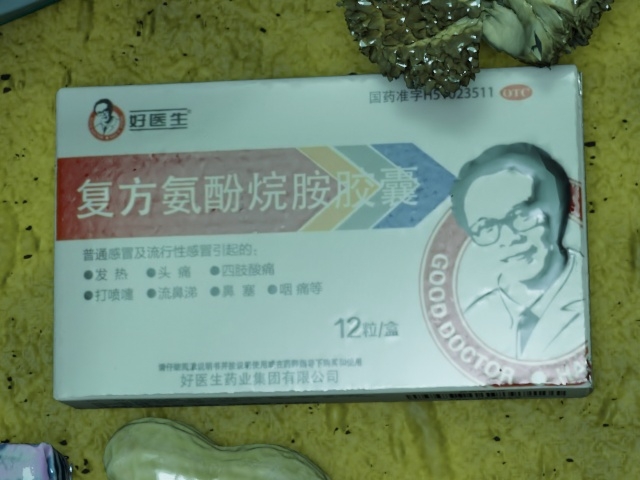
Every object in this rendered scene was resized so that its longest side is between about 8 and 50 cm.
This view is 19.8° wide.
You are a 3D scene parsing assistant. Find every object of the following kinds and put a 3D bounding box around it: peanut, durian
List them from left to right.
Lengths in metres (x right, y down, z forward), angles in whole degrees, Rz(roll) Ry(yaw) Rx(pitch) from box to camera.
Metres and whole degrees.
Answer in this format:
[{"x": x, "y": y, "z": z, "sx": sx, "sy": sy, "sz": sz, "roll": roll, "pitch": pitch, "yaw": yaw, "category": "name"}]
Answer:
[{"x": -0.053, "y": 0.169, "z": 1.189, "sx": 0.187, "sy": 0.082, "sz": 0.082, "roll": 13, "pitch": 83, "yaw": 8, "category": "peanut"}, {"x": 0.092, "y": -0.178, "z": 1.175, "sx": 0.196, "sy": 0.196, "sz": 0.167, "roll": 11, "pitch": 103, "yaw": 9, "category": "durian"}]

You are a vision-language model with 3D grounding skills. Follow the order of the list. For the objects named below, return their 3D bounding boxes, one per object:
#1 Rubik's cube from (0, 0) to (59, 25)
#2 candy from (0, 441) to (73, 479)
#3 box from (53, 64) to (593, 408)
[{"x": -0.245, "y": -0.315, "z": 1.123, "sx": 0.352, "sy": 0.351, "sz": 0.347, "roll": -24, "pitch": 92, "yaw": -5, "category": "Rubik's cube"}, {"x": -0.244, "y": 0.172, "z": 1.204, "sx": 0.160, "sy": 0.092, "sz": 0.073, "roll": -4, "pitch": 75, "yaw": 9, "category": "candy"}, {"x": 0.000, "y": 0.000, "z": 1.217, "sx": 0.353, "sy": 0.069, "sz": 0.214, "roll": -2, "pitch": 80, "yaw": 5, "category": "box"}]
